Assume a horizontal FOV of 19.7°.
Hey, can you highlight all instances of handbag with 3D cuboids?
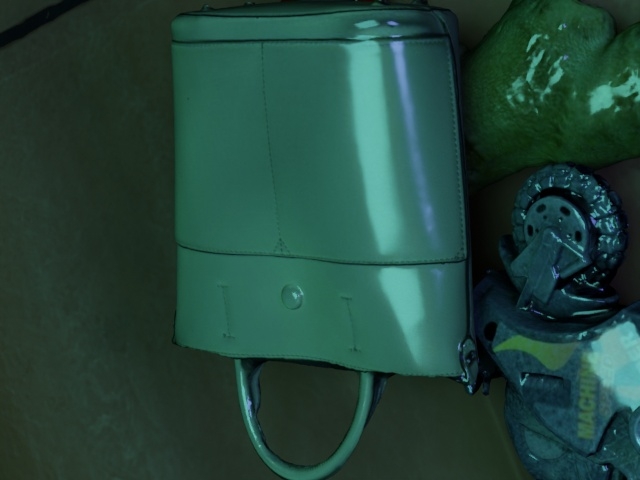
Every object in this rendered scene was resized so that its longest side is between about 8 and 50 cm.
[{"bbox_3d":[0.000,0.000,1.205,0.241,0.109,0.315,4,102,36],"label":"handbag"}]

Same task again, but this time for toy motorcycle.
[{"bbox_3d":[0.181,0.107,1.171,0.173,0.108,0.307,-31,82,41],"label":"toy motorcycle"}]

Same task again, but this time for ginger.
[{"bbox_3d":[0.183,-0.116,1.168,0.290,0.089,0.137,-9,62,32],"label":"ginger"}]

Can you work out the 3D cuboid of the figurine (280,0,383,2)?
[{"bbox_3d":[0.002,-0.190,1.258,0.083,0.071,0.067,-3,50,18],"label":"figurine"}]
